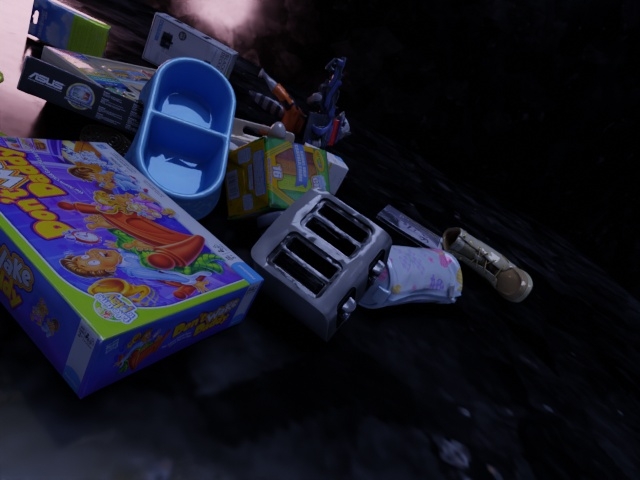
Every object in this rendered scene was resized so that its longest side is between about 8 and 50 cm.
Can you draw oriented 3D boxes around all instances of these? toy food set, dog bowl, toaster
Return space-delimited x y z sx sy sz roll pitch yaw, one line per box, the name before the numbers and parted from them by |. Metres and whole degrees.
toy food set | -0.164 -0.254 1.084 0.220 0.092 0.306 13 20 -11
dog bowl | -0.228 -0.179 0.735 0.166 0.074 0.297 15 65 -26
toaster | -0.004 0.028 0.662 0.186 0.110 0.168 36 64 14

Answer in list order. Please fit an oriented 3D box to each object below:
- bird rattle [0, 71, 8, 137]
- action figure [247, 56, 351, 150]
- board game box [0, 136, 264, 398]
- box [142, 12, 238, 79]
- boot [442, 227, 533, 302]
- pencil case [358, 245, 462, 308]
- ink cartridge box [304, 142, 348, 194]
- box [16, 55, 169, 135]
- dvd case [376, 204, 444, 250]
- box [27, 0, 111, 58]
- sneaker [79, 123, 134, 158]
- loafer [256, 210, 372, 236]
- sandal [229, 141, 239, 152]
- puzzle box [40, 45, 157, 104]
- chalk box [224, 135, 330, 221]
bird rattle | -0.532 -0.149 0.528 0.253 0.143 0.207 -16 37 -43
action figure | -0.048 -0.413 1.338 0.330 0.341 0.178 18 19 -20
board game box | -0.272 -0.003 0.530 0.347 0.078 0.233 38 24 18
box | -0.461 -0.660 1.554 0.290 0.169 0.087 27 23 -10
boot | 0.461 0.060 1.233 0.203 0.095 0.262 31 18 -14
pencil case | 0.171 0.074 0.859 0.273 0.113 0.124 7 51 -44
ink cartridge box | -0.010 -0.211 1.260 0.143 0.090 0.092 19 25 -22
box | -0.392 -0.248 0.835 0.270 0.060 0.216 20 5 -23
dvd case | 0.283 -0.033 1.336 0.221 0.018 0.164 34 23 9
box | -0.676 -0.567 1.177 0.178 0.109 0.042 20 29 -23
sneaker | -0.339 -0.150 0.801 0.188 0.066 0.071 25 2 -14
loafer | 0.000 0.000 0.860 0.302 0.109 0.095 1 78 -49
sandal | -0.169 -0.140 0.932 0.102 0.076 0.265 -3 -15 40
puzzle box | -0.456 -0.390 1.150 0.272 0.052 0.409 35 23 14
chalk box | -0.066 -0.109 0.863 0.213 0.132 0.132 -1 82 -47
